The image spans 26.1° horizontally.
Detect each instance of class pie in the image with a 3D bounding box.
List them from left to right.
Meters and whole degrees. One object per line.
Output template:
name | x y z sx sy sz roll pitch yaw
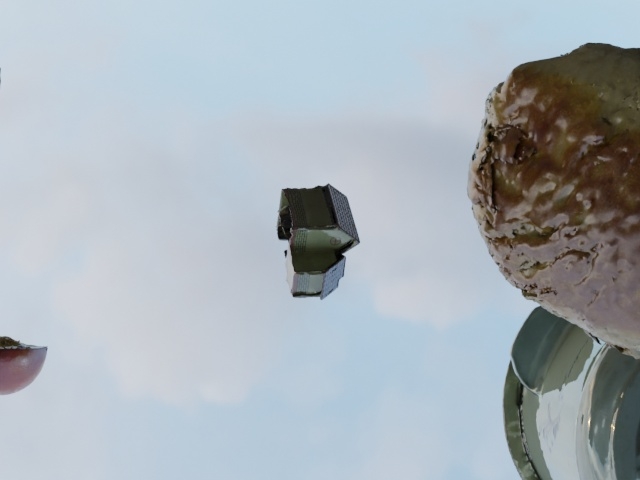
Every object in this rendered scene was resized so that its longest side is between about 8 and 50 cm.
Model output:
pie | 0.162 -0.021 0.756 0.193 0.163 0.079 37 -143 27

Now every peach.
peach | -0.326 0.126 1.396 0.098 0.061 0.098 3 179 0

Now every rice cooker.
rice cooker | 0.302 0.145 1.142 0.316 0.264 0.316 27 179 0

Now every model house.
model house | 0.000 0.000 1.102 0.058 0.057 0.083 -1 -141 -13
